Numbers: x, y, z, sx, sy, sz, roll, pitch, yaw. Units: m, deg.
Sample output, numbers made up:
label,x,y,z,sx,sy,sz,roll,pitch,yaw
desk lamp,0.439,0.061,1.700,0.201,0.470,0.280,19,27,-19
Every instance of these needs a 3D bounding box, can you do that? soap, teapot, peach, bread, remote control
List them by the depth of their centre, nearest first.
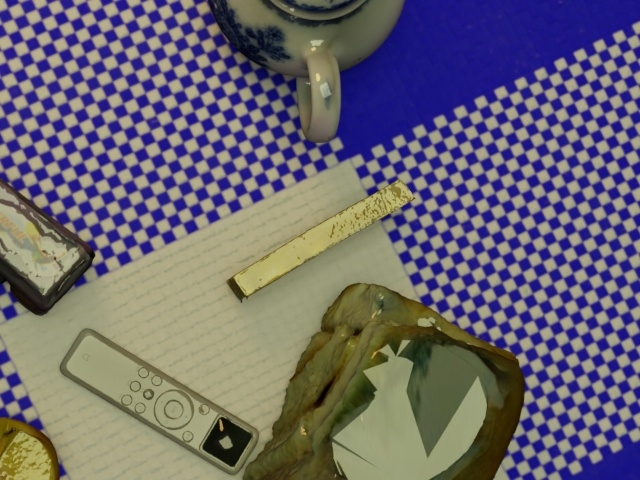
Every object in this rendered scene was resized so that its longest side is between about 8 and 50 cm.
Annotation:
label,x,y,z,sx,sy,sz,roll,pitch,yaw
peach,-0.368,0.287,1.753,0.151,0.118,0.151,-11,55,16
bread,0.066,0.256,1.757,0.239,0.264,0.395,31,78,-9
teapot,-0.013,-0.329,1.805,0.252,0.280,0.424,-2,84,-8
remote control,-0.198,0.201,1.834,0.261,0.029,0.067,32,79,-4
soap,0.000,-0.001,1.861,0.252,0.092,0.037,-31,91,-11

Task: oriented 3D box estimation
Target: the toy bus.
label,x,y,z,sx,sy,sz,roll,pitch,yaw
toy bus,-0.419,-0.049,1.775,0.317,0.138,0.112,40,77,-4
